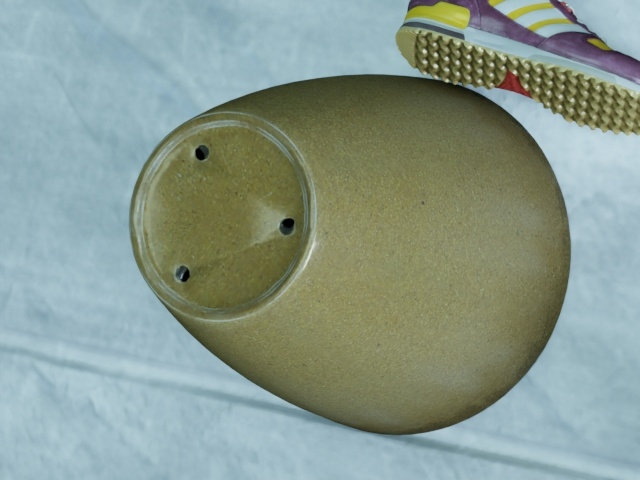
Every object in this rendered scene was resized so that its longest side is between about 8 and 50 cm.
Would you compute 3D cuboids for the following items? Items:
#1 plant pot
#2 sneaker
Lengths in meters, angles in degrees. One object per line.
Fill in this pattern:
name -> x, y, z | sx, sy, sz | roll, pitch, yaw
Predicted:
plant pot -> 0.000, 0.000, 1.191 | 0.237, 0.254, 0.237 | -2, 85, 24
sneaker -> 0.144, -0.130, 1.239 | 0.186, 0.069, 0.084 | 19, 68, 11
